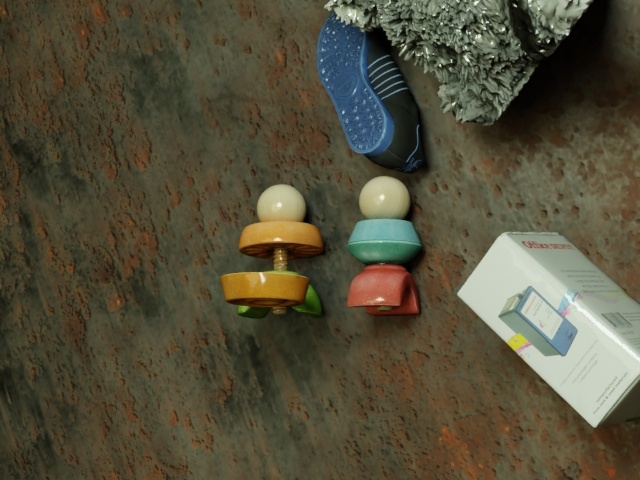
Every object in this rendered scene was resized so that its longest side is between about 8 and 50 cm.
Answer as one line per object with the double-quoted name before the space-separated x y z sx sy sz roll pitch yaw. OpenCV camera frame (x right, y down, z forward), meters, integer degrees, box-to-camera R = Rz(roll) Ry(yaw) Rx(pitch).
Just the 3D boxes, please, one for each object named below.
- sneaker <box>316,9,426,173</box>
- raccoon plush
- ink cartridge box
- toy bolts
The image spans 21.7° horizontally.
"sneaker" 0.061 -0.174 1.955 0.081 0.090 0.232 -34 49 28
"raccoon plush" 0.131 -0.310 1.715 0.299 0.446 0.216 34 73 0
"ink cartridge box" 0.271 0.089 1.755 0.212 0.154 0.093 46 113 25
"toy bolts" 0.000 0.000 1.921 0.228 0.218 0.159 -1 80 14
